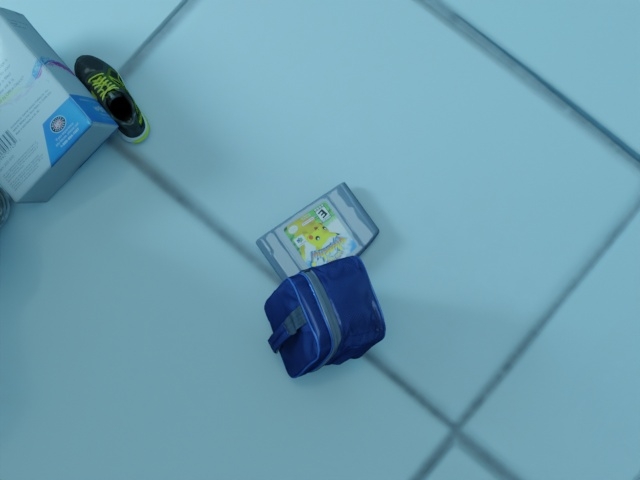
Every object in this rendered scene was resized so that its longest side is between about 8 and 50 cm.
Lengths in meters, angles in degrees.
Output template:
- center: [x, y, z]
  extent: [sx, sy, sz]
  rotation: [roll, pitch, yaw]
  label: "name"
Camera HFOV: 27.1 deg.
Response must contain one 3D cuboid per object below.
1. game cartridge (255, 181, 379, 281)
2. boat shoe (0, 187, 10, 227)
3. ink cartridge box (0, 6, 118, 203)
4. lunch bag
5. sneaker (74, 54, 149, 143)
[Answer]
- center: [0.000, 0.000, 1.008]
  extent: [0.083, 0.017, 0.056]
  rotation: [-35, 83, -7]
  label: "game cartridge"
- center: [-0.388, 0.018, 0.974]
  extent: [0.320, 0.103, 0.118]
  rotation: [-19, 94, 2]
  label: "boat shoe"
- center: [-0.227, -0.102, 1.001]
  extent: [0.088, 0.052, 0.122]
  rotation: [-43, 81, 14]
  label: "ink cartridge box"
- center: [-0.003, 0.057, 0.955]
  extent: [0.065, 0.098, 0.067]
  rotation: [-15, 75, -22]
  label: "lunch bag"
- center: [-0.161, -0.114, 1.025]
  extent: [0.031, 0.035, 0.083]
  rotation: [-39, 80, -9]
  label: "sneaker"
